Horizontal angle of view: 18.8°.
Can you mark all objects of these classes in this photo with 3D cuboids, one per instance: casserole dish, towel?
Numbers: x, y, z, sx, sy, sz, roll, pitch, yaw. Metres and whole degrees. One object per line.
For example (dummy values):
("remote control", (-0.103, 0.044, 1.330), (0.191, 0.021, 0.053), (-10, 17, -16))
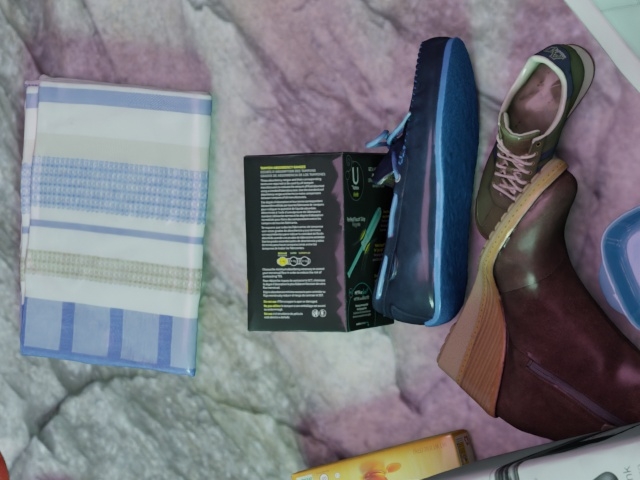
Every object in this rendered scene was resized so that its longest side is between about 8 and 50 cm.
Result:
("casserole dish", (0.330, 0.008, 1.658), (0.188, 0.037, 0.114), (-25, 81, 24))
("towel", (-0.205, -0.017, 1.911), (0.209, 0.034, 0.285), (5, 95, 23))

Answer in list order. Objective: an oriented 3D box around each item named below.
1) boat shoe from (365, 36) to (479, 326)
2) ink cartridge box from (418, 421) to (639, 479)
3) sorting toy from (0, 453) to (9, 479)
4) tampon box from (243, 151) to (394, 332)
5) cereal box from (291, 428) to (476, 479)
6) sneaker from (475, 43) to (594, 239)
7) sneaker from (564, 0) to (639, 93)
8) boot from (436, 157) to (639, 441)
("boat shoe", (0.082, -0.055, 1.721), (0.089, 0.109, 0.258), (3, 81, 28))
("ink cartridge box", (0.256, 0.295, 1.545), (0.395, 0.166, 0.285), (-21, 82, 47))
("sorting toy", (-0.298, 0.309, 1.912), (0.365, 0.126, 0.127), (28, 103, 23))
("tampon box", (0.000, 0.000, 1.766), (0.101, 0.120, 0.161), (0, 91, 24))
("cereal box", (0.083, 0.309, 1.775), (0.173, 0.047, 0.240), (-18, 84, 25))
("sneaker", (0.175, -0.086, 1.700), (0.064, 0.086, 0.192), (28, 103, 22))
("sneaker", (0.311, -0.197, 1.630), (0.151, 0.094, 0.256), (-42, 76, 17))
("boot", (0.229, 0.071, 1.668), (0.207, 0.090, 0.248), (30, 122, 14))
